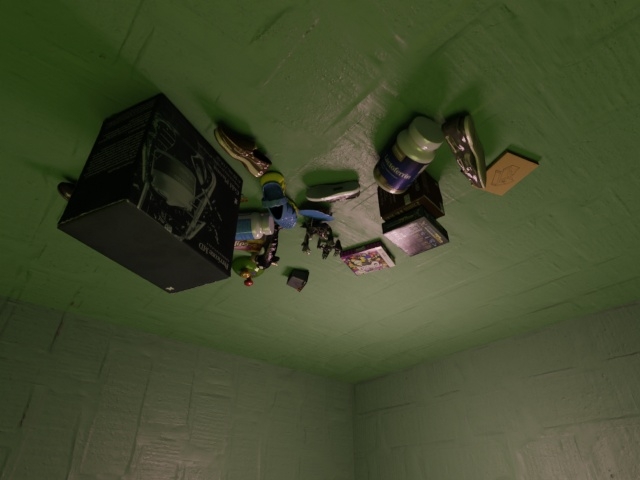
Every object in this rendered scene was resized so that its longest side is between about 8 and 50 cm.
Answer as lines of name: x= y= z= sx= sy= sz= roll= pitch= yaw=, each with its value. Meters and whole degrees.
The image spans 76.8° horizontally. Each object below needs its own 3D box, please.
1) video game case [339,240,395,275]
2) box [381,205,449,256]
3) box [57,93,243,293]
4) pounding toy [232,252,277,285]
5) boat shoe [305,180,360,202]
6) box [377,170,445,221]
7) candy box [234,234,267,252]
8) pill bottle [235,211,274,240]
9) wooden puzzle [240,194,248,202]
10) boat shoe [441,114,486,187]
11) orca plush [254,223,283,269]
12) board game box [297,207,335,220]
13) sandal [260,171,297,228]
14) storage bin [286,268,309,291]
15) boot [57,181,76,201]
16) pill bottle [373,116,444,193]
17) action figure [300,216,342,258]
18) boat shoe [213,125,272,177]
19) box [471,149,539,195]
video game case: x=0.250 y=0.098 z=2.124 sx=0.232 sy=0.041 sz=0.210 roll=-17 pitch=141 yaw=23
box: x=0.384 y=-0.031 z=1.624 sx=0.183 sy=0.059 sz=0.233 roll=-25 pitch=140 yaw=32
box: x=-0.539 y=-0.142 z=1.409 sx=0.298 sy=0.471 sz=0.480 roll=-15 pitch=143 yaw=21
pounding toy: x=-0.374 y=0.169 z=2.176 sx=0.237 sy=0.110 sz=0.183 roll=-24 pitch=139 yaw=32
boat shoe: x=0.055 y=-0.191 z=1.684 sx=0.229 sy=0.080 sz=0.076 roll=-12 pitch=143 yaw=5
box: x=0.363 y=-0.162 z=1.633 sx=0.203 sy=0.168 sz=0.167 roll=-28 pitch=137 yaw=34
candy box: x=-0.363 y=0.002 z=1.984 sx=0.187 sy=0.053 sz=0.109 roll=7 pitch=145 yaw=-12
pill bottle: x=-0.329 y=-0.063 z=1.824 sx=0.222 sy=0.124 sz=0.124 roll=-4 pitch=145 yaw=8
wooden puzzle: x=-0.358 y=-0.183 z=1.754 sx=0.083 sy=0.006 sz=0.049 roll=2 pitch=146 yaw=-2
boat shoe: x=0.532 y=-0.316 z=1.476 sx=0.096 sy=0.112 sz=0.335 roll=-1 pitch=144 yaw=35
orca plush: x=-0.224 y=0.051 z=1.965 sx=0.102 sy=0.151 sz=0.287 roll=36 pitch=113 yaw=10
board game box: x=-0.017 y=-0.125 z=1.804 sx=0.169 sy=0.033 sz=0.133 roll=19 pitch=165 yaw=-40
sandal: x=-0.180 y=-0.136 z=1.709 sx=0.126 sy=0.138 sz=0.317 roll=-10 pitch=146 yaw=11
storage bin: x=-0.133 y=0.226 z=2.279 sx=0.091 sy=0.098 sz=0.135 roll=21 pitch=141 yaw=-11
boot: x=-0.901 y=-0.219 z=1.657 sx=0.229 sy=0.091 sz=0.263 roll=-34 pitch=137 yaw=32
pill bottle: x=0.313 y=-0.302 z=1.446 sx=0.153 sy=0.153 sz=0.264 roll=13 pitch=143 yaw=-18
action figure: x=0.000 y=0.000 z=1.902 sx=0.164 sy=0.140 sz=0.275 roll=-5 pitch=149 yaw=30
boat shoe: x=-0.273 y=-0.338 z=1.470 sx=0.095 sy=0.095 sz=0.257 roll=-30 pitch=143 yaw=16
box: x=0.733 y=-0.265 z=1.610 sx=0.165 sy=0.021 sz=0.201 roll=14 pitch=143 yaw=-19
